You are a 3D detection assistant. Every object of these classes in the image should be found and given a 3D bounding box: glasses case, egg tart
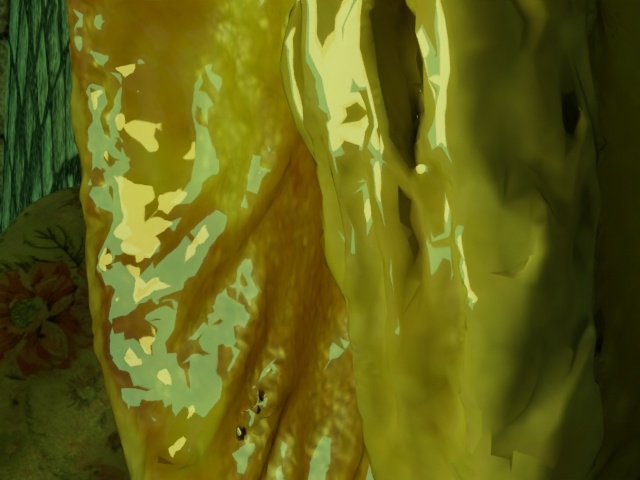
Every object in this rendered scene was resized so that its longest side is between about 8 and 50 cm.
[{"bbox_3d":[-0.176,0.138,0.902,0.425,0.156,0.098,-58,-14,-34],"label":"glasses case"},{"bbox_3d":[0.021,-0.030,0.507,0.388,0.169,0.388,176,90,-74],"label":"egg tart"}]
